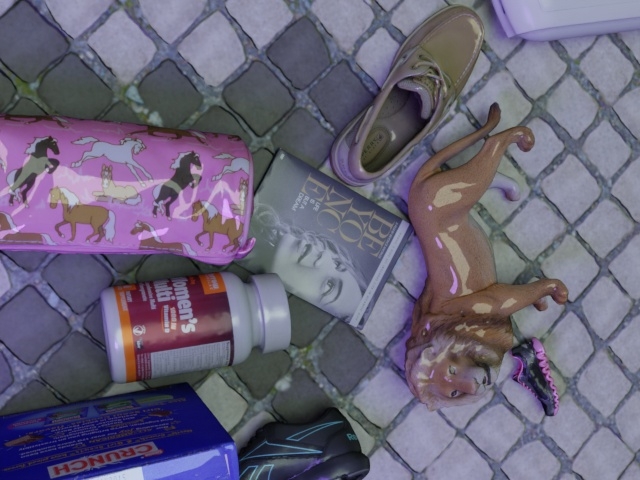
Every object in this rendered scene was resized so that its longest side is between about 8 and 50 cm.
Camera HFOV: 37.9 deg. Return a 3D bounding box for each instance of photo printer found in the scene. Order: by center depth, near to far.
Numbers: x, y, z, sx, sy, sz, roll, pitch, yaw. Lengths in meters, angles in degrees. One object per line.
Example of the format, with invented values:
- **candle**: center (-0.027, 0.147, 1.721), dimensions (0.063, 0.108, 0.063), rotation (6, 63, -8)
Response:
- **photo printer**: center (0.371, -0.415, 1.306), dimensions (0.308, 0.107, 0.256), rotation (-11, 95, -15)

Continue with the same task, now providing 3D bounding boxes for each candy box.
- **candy box**: center (-0.247, 0.266, 1.042), dimensions (0.268, 0.317, 0.122), rotation (-8, 95, -16)

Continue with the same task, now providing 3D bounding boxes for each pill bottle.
- **pill bottle**: center (-0.156, 0.103, 1.164), dimensions (0.221, 0.121, 0.121), rotation (-8, 94, -16)

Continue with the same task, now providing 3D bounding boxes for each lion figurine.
- **lion figurine**: center (0.193, 0.020, 1.269), dimensions (0.240, 0.142, 0.392), rotation (-14, 86, -12)

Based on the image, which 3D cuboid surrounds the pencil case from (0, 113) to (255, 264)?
- **pencil case**: center (-0.265, -0.058, 1.108), dimensions (0.386, 0.160, 0.167), rotation (1, 116, -17)

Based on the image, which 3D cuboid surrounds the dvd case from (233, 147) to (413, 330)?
- **dvd case**: center (0.000, 0.000, 1.260), dimensions (0.221, 0.018, 0.164), rotation (29, 83, -16)

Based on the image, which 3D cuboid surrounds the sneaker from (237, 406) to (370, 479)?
- **sneaker**: center (-0.073, 0.304, 1.226), dimensions (0.267, 0.101, 0.106), rotation (-17, 66, -8)

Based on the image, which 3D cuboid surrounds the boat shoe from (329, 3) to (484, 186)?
- **boat shoe**: center (0.132, -0.197, 1.248), dimensions (0.109, 0.098, 0.302), rotation (42, 79, -14)

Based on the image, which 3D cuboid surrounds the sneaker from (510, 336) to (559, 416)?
- **sneaker**: center (0.308, 0.202, 1.350), dimensions (0.057, 0.047, 0.119), rotation (-18, 93, 0)
